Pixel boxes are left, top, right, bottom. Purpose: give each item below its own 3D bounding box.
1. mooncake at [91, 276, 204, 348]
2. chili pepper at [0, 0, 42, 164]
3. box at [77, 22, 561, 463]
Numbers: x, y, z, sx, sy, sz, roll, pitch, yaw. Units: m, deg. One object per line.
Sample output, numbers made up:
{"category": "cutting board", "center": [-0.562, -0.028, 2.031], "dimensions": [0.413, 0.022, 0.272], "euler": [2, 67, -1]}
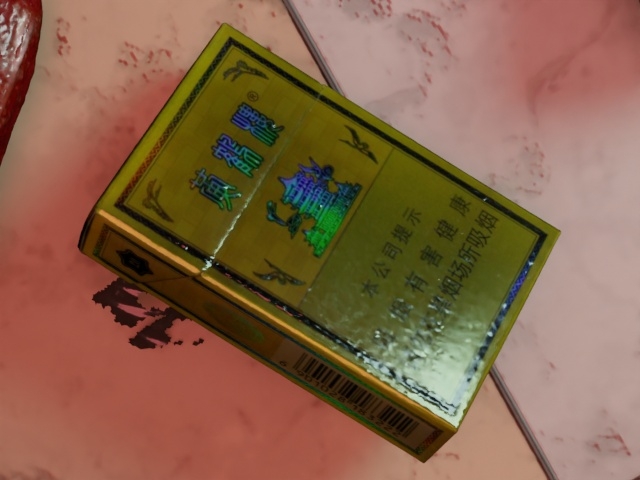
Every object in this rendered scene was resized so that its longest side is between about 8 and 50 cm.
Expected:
{"category": "mooncake", "center": [-0.089, 0.180, 1.068], "dimensions": [0.150, 0.057, 0.346], "euler": [-19, 101, -22]}
{"category": "chili pepper", "center": [-0.242, -0.046, 1.037], "dimensions": [0.144, 0.136, 0.252], "euler": [18, 80, 44]}
{"category": "box", "center": [0.000, 0.000, 1.019], "dimensions": [0.220, 0.064, 0.141], "euler": [32, 62, -3]}
